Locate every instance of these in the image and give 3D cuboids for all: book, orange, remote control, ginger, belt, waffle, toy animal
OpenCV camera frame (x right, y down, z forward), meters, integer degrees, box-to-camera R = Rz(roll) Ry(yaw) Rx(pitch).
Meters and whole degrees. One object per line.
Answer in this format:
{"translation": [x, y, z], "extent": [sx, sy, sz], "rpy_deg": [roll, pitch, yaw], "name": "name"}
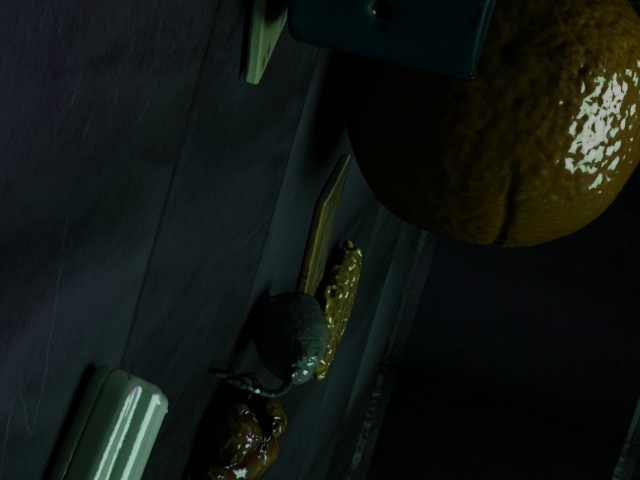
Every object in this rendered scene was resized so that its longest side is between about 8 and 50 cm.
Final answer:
{"translation": [-0.037, -0.178, 1.451], "extent": [0.111, 0.014, 0.077], "rpy_deg": [100, 9, -52], "name": "book"}
{"translation": [0.185, -0.144, 2.040], "extent": [0.357, 0.322, 0.322], "rpy_deg": [76, 32, -85], "name": "orange"}
{"translation": [-0.159, 0.196, 1.268], "extent": [0.090, 0.049, 0.230], "rpy_deg": [73, 36, -74], "name": "remote control"}
{"translation": [-0.070, 0.184, 1.869], "extent": [0.162, 0.073, 0.103], "rpy_deg": [-49, 155, -71], "name": "ginger"}
{"translation": [0.092, -0.325, 1.460], "extent": [0.300, 0.173, 0.436], "rpy_deg": [99, 10, -62], "name": "belt"}
{"translation": [0.014, 0.092, 2.484], "extent": [0.191, 0.038, 0.191], "rpy_deg": [18, 90, -84], "name": "waffle"}
{"translation": [-0.040, 0.111, 1.884], "extent": [0.253, 0.079, 0.070], "rpy_deg": [-59, 154, -68], "name": "toy animal"}
{"translation": [0.000, 0.000, 2.232], "extent": [0.118, 0.012, 0.172], "rpy_deg": [-63, 168, -57], "name": "book"}

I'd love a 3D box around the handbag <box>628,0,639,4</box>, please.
{"translation": [0.289, -0.404, 2.157], "extent": [0.340, 0.240, 0.247], "rpy_deg": [-52, 164, -79], "name": "handbag"}
